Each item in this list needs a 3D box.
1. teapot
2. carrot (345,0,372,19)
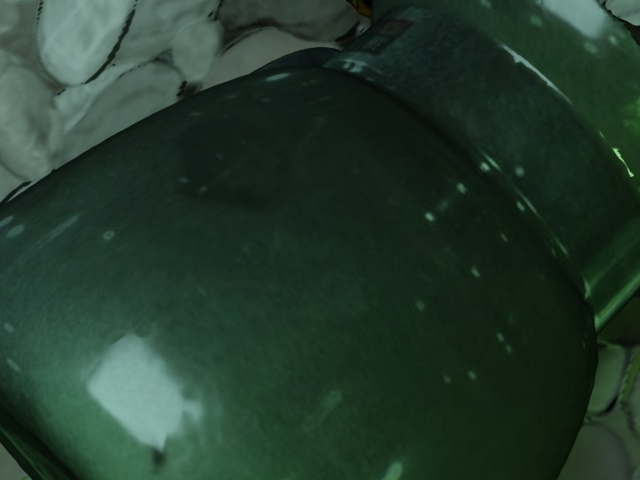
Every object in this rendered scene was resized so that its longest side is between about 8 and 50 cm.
[{"bbox_3d":[0.017,0.017,0.674,0.285,0.305,0.223,-43,93,-15],"label":"teapot"},{"bbox_3d":[0.067,-0.192,0.739,0.069,0.229,0.069,15,38,-12],"label":"carrot"}]
